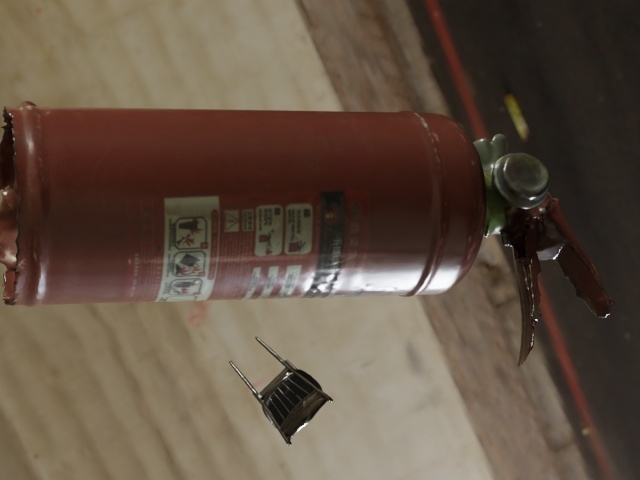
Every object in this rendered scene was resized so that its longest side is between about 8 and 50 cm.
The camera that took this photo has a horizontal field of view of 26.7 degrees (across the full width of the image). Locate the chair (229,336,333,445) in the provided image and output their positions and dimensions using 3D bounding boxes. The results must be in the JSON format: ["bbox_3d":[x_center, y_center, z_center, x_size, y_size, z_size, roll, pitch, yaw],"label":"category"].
[{"bbox_3d":[-0.017,0.093,0.792,0.042,0.037,0.086,48,175,-39],"label":"chair"}]

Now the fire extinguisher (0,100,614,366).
[{"bbox_3d":[0.000,0.000,0.730,0.106,0.337,0.147,131,137,-66],"label":"fire extinguisher"}]
